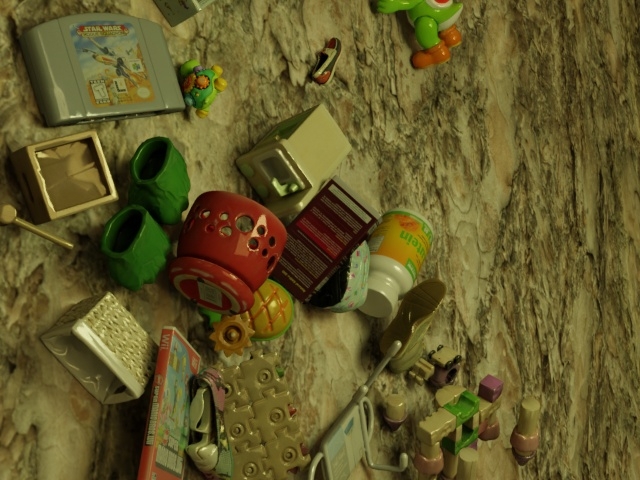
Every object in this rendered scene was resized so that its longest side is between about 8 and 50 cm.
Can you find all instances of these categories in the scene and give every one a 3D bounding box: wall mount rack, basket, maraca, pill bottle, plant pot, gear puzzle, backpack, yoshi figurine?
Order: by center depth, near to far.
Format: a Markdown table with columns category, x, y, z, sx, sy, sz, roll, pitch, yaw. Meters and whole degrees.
| category | x | y | z | sx | sy | sz | roll | pitch | yaw |
| --- | --- | --- | --- | --- | --- | --- | --- | --- | --- |
| basket | -0.357 | 0.177 | 1.415 | 0.167 | 0.113 | 0.103 | 53 | 45 | -21 |
| plant pot | -0.179 | 0.029 | 1.564 | 0.191 | 0.191 | 0.174 | 42 | 57 | -28 |
| gear puzzle | -0.143 | 0.300 | 1.611 | 0.175 | 0.044 | 0.338 | -18 | 93 | -16 |
| maraca | -0.141 | 0.130 | 1.661 | 0.186 | 0.099 | 0.127 | 12 | 71 | -16 |
| wall mount rack | 0.087 | 0.380 | 1.706 | 0.350 | 0.131 | 0.304 | -39 | 124 | -61 |
| backpack | 0.039 | 0.064 | 1.832 | 0.115 | 0.152 | 0.182 | 16 | 72 | -46 |
| pill bottle | 0.161 | 0.053 | 1.954 | 0.136 | 0.136 | 0.245 | 48 | 49 | -24 |
| yoshi figurine | 0.231 | -0.645 | 2.253 | 0.203 | 0.203 | 0.362 | -29 | 119 | -6 |

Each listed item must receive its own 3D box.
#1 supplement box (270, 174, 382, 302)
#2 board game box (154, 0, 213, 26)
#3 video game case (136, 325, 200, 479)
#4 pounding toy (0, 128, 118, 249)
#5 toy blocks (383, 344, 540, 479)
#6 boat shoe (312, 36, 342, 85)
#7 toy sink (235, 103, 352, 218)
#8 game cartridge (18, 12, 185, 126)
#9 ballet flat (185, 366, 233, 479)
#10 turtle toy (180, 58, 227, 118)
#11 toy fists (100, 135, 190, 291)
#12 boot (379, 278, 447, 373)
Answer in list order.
| category | x | y | z | sx | sy | sz | roll | pitch | yaw |
| --- | --- | --- | --- | --- | --- | --- | --- | --- | --- |
| supplement box | 0.000 | 0.000 | 1.731 | 0.130 | 0.073 | 0.239 | 43 | 89 | 10 |
| board game box | -0.299 | -0.624 | 1.730 | 0.303 | 0.097 | 0.224 | 56 | 45 | -19 |
| video game case | -0.256 | 0.310 | 1.449 | 0.204 | 0.025 | 0.285 | 77 | 17 | -67 |
| pounding toy | -0.454 | -0.069 | 1.414 | 0.206 | 0.094 | 0.181 | -23 | 99 | -37 |
| toy blocks | 0.306 | 0.462 | 1.958 | 0.289 | 0.309 | 0.260 | -27 | 130 | -34 |
| boat shoe | 0.015 | -0.433 | 2.023 | 0.043 | 0.049 | 0.137 | 33 | 61 | -31 |
| toy sink | -0.071 | -0.162 | 1.778 | 0.131 | 0.153 | 0.234 | 54 | 48 | -19 |
| game cartridge | -0.396 | -0.320 | 1.572 | 0.297 | 0.062 | 0.198 | -18 | 95 | -46 |
| ballet flat | -0.206 | 0.340 | 1.524 | 0.079 | 0.077 | 0.221 | -5 | 93 | -63 |
| turtle toy | -0.242 | -0.312 | 1.693 | 0.066 | 0.095 | 0.130 | 19 | 33 | -34 |
| toy fists | -0.308 | -0.044 | 1.520 | 0.142 | 0.096 | 0.279 | 67 | 31 | -55 |
| boot | 0.216 | 0.198 | 1.936 | 0.213 | 0.077 | 0.165 | -53 | 156 | -14 |
